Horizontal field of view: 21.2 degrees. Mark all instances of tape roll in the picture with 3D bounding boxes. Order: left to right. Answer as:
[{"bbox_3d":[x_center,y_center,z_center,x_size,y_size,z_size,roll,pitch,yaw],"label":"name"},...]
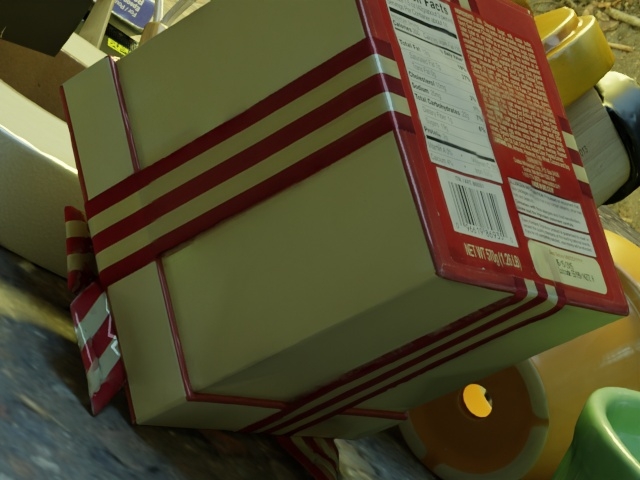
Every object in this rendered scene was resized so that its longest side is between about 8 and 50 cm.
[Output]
[{"bbox_3d":[-0.218,-0.095,1.254,0.392,0.072,0.392,34,13,-9],"label":"tape roll"}]

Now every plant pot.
[{"bbox_3d":[0.155,0.103,1.294,0.205,0.205,0.188,40,29,19],"label":"plant pot"}]

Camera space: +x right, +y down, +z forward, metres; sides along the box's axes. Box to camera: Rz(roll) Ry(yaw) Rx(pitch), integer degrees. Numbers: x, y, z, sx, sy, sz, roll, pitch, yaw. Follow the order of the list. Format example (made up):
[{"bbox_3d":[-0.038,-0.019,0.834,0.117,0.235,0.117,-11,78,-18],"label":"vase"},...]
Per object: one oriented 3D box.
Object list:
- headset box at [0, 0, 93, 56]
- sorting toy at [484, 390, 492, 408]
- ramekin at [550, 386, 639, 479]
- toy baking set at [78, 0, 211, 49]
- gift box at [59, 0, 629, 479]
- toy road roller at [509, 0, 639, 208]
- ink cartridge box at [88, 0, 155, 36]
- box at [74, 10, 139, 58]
[{"bbox_3d":[-0.294,-0.255,1.215,0.293,0.110,0.218,42,13,28],"label":"headset box"},{"bbox_3d":[0.280,0.176,1.554,0.257,0.089,0.255,37,12,3],"label":"sorting toy"},{"bbox_3d":[0.258,0.241,1.080,0.303,0.148,0.303,31,13,-8],"label":"ramekin"},{"bbox_3d":[-0.135,-0.165,1.497,0.256,0.197,0.030,39,-15,29],"label":"toy baking set"},{"bbox_3d":[0.000,0.000,1.030,0.255,0.258,0.276,18,54,-49],"label":"gift box"},{"bbox_3d":[0.075,-0.095,1.288,0.202,0.329,0.240,-36,105,-37],"label":"toy road roller"},{"bbox_3d":[-0.270,-0.280,1.727,0.223,0.045,0.224,32,-2,-16],"label":"ink cartridge box"},{"bbox_3d":[-0.183,-0.156,1.637,0.191,0.045,0.184,32,10,-14],"label":"box"}]
